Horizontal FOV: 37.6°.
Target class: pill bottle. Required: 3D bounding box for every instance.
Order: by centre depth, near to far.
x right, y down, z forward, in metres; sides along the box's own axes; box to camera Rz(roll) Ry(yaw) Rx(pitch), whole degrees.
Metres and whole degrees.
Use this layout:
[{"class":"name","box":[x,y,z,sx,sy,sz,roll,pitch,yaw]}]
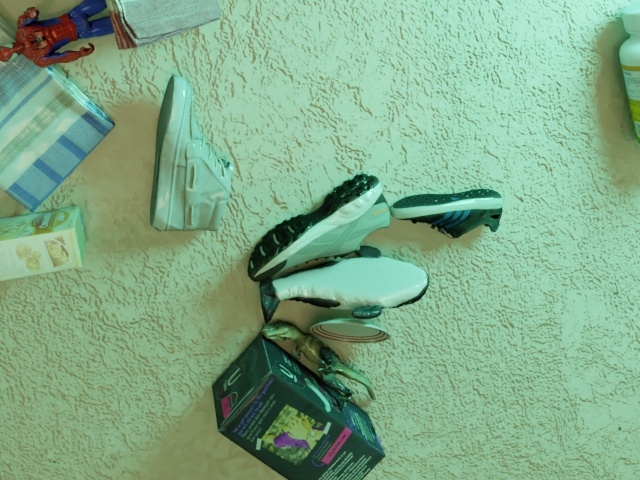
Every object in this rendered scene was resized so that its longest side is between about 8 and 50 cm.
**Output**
[{"class":"pill bottle","box":[0.584,-0.282,1.587,0.136,0.136,0.246,-21,110,-4]}]

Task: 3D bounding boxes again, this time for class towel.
[{"class":"towel","box":[-0.244,-0.455,1.337,0.037,0.237,0.329,-1,112,29]},{"class":"towel","box":[-0.480,-0.194,1.430,0.209,0.034,0.285,-44,123,4]}]

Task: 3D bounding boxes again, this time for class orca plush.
[{"class":"orca plush","box":[0.042,0.104,1.627,0.287,0.151,0.102,-16,141,-9]}]

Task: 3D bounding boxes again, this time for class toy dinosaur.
[{"class":"toy dinosaur","box":[0.018,0.225,1.649,0.268,0.118,0.064,39,99,-19]}]

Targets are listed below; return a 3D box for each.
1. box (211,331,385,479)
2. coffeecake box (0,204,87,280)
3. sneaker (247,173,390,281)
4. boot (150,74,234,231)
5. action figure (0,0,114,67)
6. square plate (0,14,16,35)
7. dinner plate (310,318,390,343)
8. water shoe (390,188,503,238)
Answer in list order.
[{"class":"box","box":[-0.042,0.315,1.641,0.270,0.165,0.143,40,97,-19]},{"class":"coffeecake box","box":[-0.467,0.007,1.471,0.185,0.142,0.068,-10,109,-8]},{"class":"sneaker","box":[0.000,0.000,1.586,0.271,0.100,0.108,-31,116,0]},{"class":"boot","box":[-0.200,-0.135,1.515,0.123,0.095,0.258,3,115,-18]},{"class":"action figure","box":[-0.333,-0.320,1.361,0.280,0.139,0.091,-28,109,-16]},{"class":"square plate","box":[-0.673,-0.304,1.381,0.344,0.049,0.347,-38,111,2]},{"class":"dinner plate","box":[0.052,0.156,1.638,0.141,0.141,0.017,12,69,-14]},{"class":"water shoe","box":[0.221,-0.038,1.629,0.203,0.073,0.080,-6,111,-9]}]
